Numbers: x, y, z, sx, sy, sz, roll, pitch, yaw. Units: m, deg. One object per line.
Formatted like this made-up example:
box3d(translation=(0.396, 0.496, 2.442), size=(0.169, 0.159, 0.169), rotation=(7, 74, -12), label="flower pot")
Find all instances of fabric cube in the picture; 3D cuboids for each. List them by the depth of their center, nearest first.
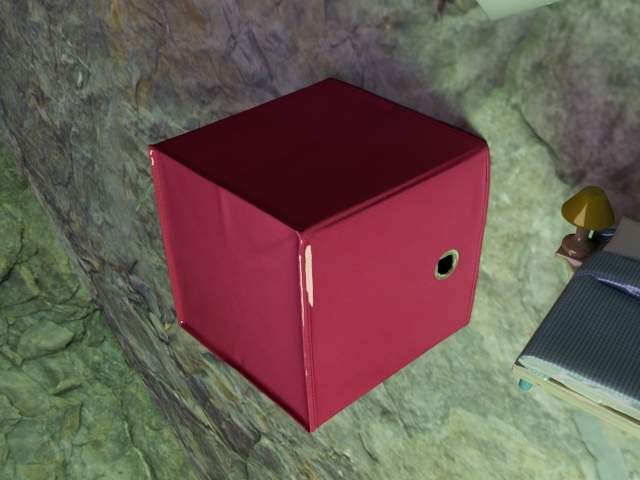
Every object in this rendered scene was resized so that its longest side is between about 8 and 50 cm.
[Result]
box3d(translation=(0.000, 0.000, 0.848), size=(0.259, 0.258, 0.254), rotation=(31, 134, 39), label="fabric cube")

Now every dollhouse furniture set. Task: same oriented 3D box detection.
box3d(translation=(0.268, 0.063, 0.503), size=(0.304, 0.286, 0.198), rotation=(27, 134, 26), label="dollhouse furniture set")

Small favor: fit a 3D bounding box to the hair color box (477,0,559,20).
box3d(translation=(0.215, -0.273, 0.436), size=(0.185, 0.113, 0.375), rotation=(45, 156, -28), label="hair color box")
